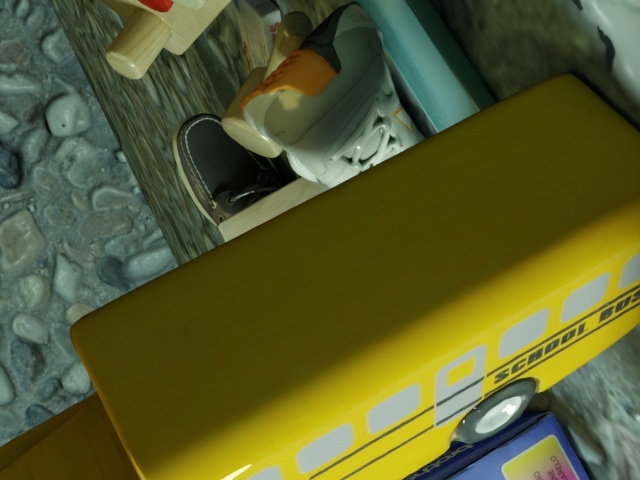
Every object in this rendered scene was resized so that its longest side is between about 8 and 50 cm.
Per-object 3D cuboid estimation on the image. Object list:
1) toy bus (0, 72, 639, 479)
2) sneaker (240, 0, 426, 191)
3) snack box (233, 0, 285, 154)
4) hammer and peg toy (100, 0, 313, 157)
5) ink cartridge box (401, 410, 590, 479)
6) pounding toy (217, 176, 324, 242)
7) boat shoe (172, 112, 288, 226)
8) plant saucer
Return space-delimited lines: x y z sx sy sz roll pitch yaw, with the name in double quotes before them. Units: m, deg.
"toy bus" 0.004 0.056 0.449 0.108 0.332 0.130 54 165 32
"sneaker" 0.034 -0.060 0.612 0.121 0.099 0.262 47 -177 10
"snack box" -0.048 -0.158 0.898 0.064 0.022 0.178 51 163 35
"hammer and peg toy" -0.125 -0.226 0.714 0.361 0.127 0.266 35 162 -15
"ink cartridge box" 0.141 0.285 0.769 0.270 0.151 0.395 62 168 3
"pounding toy" 0.000 0.000 0.838 0.100 0.141 0.130 61 -179 7
"boat shoe" -0.061 -0.025 1.052 0.285 0.103 0.092 59 161 0
"plant saucer" 0.050 -0.137 0.583 0.192 0.018 0.067 60 167 12
